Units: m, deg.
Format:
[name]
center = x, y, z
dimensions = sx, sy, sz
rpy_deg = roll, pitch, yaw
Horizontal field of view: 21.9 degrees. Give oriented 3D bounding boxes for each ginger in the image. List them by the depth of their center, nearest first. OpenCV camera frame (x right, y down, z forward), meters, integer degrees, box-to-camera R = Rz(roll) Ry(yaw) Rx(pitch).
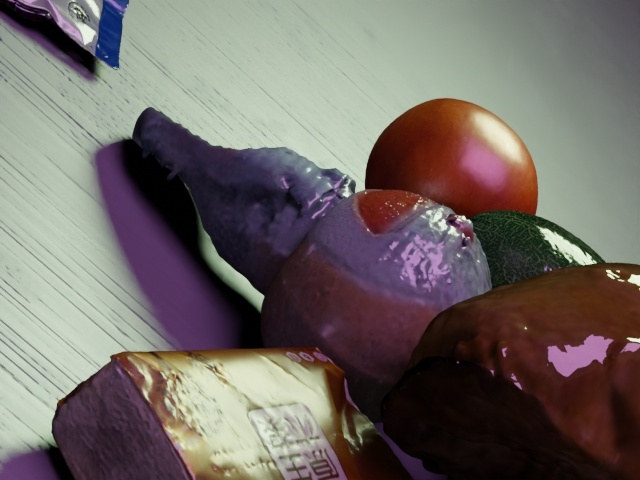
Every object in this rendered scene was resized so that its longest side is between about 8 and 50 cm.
[ginger]
center = 0.193, 0.106, 1.112
dimensions = 0.269, 0.200, 0.223
rpy_deg = 56, 51, -25

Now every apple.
[apple]
center = 0.115, -0.043, 1.465
dimensions = 0.163, 0.163, 0.139
rpy_deg = 36, 40, -23

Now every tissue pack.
[tissue pack]
center = -0.039, 0.155, 1.024
dimensions = 0.226, 0.092, 0.183
rpy_deg = 2, 52, -55

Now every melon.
[melon]
center = 0.178, 0.090, 1.343
dimensions = 0.287, 0.182, 0.182
rpy_deg = 55, 26, 9

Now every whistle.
[whistle]
center = 0.000, 0.000, 1.232
dimensions = 0.348, 0.189, 0.189
rpy_deg = 43, 24, 16

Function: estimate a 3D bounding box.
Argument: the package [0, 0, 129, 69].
[package]
center = -0.227, -0.227, 1.343
dimensions = 0.173, 0.027, 0.171
rpy_deg = 31, 30, -24
